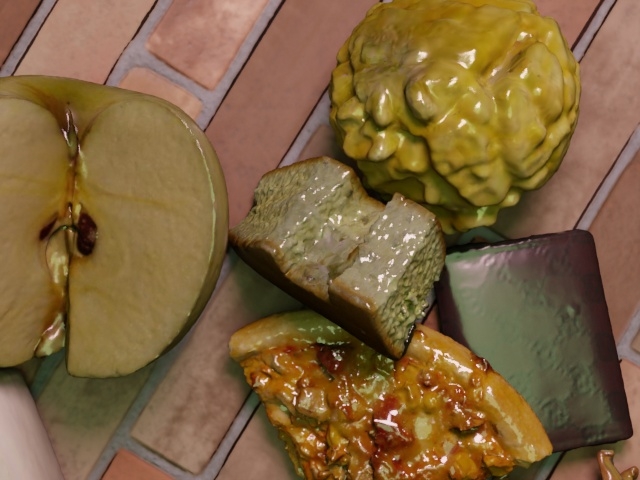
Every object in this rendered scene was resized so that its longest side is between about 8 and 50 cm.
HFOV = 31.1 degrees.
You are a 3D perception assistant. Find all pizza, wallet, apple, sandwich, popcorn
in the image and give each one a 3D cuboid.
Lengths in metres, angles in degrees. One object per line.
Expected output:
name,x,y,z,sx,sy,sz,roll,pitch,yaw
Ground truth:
pizza,0.054,0.185,1.134,0.336,0.086,0.226,20,89,9
wallet,0.215,0.108,1.186,0.182,0.049,0.229,-9,87,-2
apple,-0.239,-0.021,1.081,0.295,0.233,0.257,2,108,-12
sandwich,0.000,0.000,1.099,0.236,0.128,0.122,28,71,26
popcorn,0.128,-0.125,1.103,0.249,0.249,0.225,-25,125,-2

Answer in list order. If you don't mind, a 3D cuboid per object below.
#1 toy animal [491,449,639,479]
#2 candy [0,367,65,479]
toy animal,0.272,0.269,1.154,0.241,0.099,0.056,-8,133,-4
candy,-0.333,0.319,1.112,0.208,0.145,0.358,-23,89,-2
